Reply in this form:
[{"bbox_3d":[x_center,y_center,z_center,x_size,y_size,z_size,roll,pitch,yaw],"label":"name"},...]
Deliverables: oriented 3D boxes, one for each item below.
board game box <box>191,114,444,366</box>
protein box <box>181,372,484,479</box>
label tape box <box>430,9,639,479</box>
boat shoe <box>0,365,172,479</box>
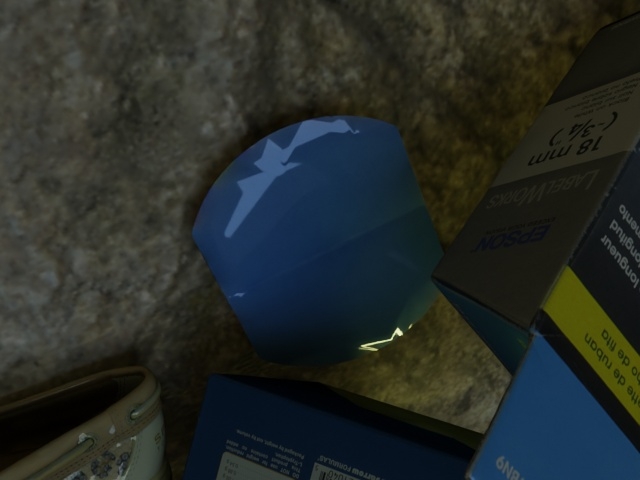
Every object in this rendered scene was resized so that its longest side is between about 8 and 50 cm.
[{"bbox_3d":[0.000,0.000,0.514,0.133,0.033,0.169,-26,121,-2],"label":"board game box"},{"bbox_3d":[0.024,0.201,0.476,0.136,0.199,0.201,21,83,-59],"label":"protein box"},{"bbox_3d":[0.185,0.055,0.450,0.241,0.106,0.334,49,60,-18],"label":"label tape box"},{"bbox_3d":[-0.224,0.138,0.460,0.285,0.104,0.089,-13,119,-29],"label":"boat shoe"}]
